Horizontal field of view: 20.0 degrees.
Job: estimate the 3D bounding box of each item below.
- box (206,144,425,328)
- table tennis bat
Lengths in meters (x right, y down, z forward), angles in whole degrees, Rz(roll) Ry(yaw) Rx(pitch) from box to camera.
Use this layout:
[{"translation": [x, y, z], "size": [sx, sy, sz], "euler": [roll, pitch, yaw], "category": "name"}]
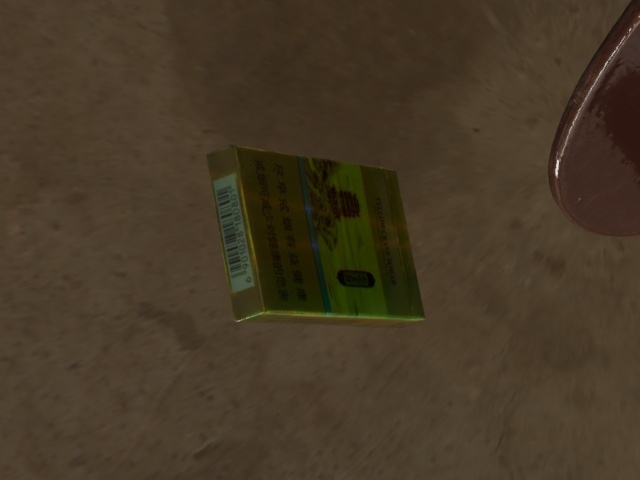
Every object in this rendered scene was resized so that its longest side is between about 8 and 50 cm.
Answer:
[{"translation": [0.000, 0.000, 1.308], "size": [0.030, 0.193, 0.121], "euler": [-19, 75, 35], "category": "box"}, {"translation": [0.195, -0.110, 0.777], "size": [0.021, 0.154, 0.274], "euler": [51, 119, 37], "category": "table tennis bat"}]
